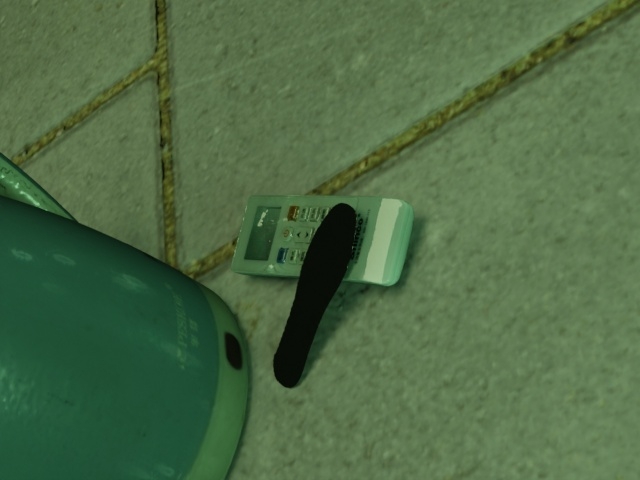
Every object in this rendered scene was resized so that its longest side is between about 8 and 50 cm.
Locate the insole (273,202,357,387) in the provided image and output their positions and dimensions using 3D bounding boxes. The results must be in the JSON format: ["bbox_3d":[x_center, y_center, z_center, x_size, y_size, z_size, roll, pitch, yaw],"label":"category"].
[{"bbox_3d":[-0.004,0.037,1.093,0.045,0.002,0.135,34,109,48],"label":"insole"}]

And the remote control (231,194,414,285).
[{"bbox_3d":[0.000,0.000,1.126,0.162,0.029,0.061,4,75,50],"label":"remote control"}]

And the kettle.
[{"bbox_3d":[-0.256,0.047,1.114,0.247,0.342,0.319,-35,43,27],"label":"kettle"}]
